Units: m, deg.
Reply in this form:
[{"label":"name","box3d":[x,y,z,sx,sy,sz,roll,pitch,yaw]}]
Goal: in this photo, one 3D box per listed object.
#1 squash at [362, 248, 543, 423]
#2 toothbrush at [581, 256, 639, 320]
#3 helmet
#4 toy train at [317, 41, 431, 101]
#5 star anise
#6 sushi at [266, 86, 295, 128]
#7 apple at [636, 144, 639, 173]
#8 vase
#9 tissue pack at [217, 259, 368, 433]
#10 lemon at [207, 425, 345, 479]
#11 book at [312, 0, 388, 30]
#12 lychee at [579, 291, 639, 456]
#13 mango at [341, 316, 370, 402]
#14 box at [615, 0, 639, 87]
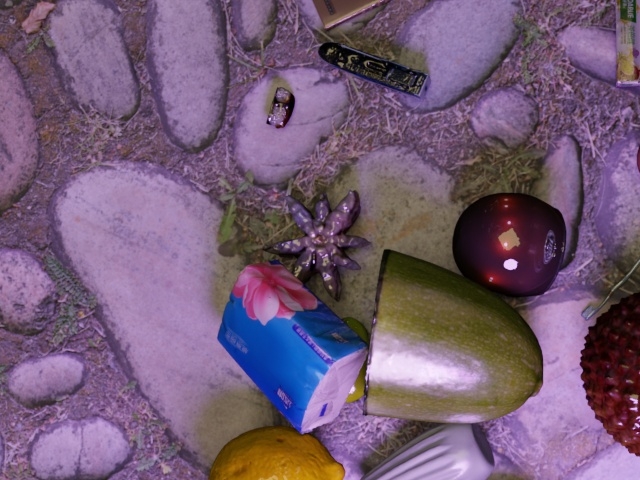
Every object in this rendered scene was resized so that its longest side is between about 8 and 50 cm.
[{"label":"squash","box3d":[0.243,0.179,1.604,0.309,0.310,0.310,7,84,8]},{"label":"toothbrush","box3d":[0.556,0.075,1.689,0.193,0.013,0.019,-46,67,4]},{"label":"helmet","box3d":[0.344,0.006,1.669,0.216,0.193,0.189,5,84,42]},{"label":"toy train","box3d":[0.105,-0.343,1.825,0.234,0.051,0.052,23,87,18]},{"label":"star anise","box3d":[0.000,0.000,1.779,0.236,0.093,0.229,-44,77,5]},{"label":"sushi","box3d":[-0.079,-0.270,1.867,0.046,0.044,0.083,17,88,-8]},{"label":"apple","box3d":[0.651,-0.149,1.646,0.154,0.120,0.153,-1,85,17]},{"label":"vase","box3d":[0.189,0.421,1.669,0.248,0.128,0.128,-29,77,17]},{"label":"tissue pack","box3d":[-0.061,0.196,1.683,0.270,0.137,0.209,43,131,27]},{"label":"lemon","box3d":[-0.077,0.455,1.664,0.254,0.228,0.228,-2,82,9]},{"label":"book","box3d":[0.109,-0.591,1.873,0.310,0.021,0.216,-24,78,8]},{"label":"lychee","box3d":[0.583,0.234,1.519,0.306,0.330,0.306,6,115,12]},{"label":"mango","box3d":[0.052,0.229,1.746,0.091,0.074,0.165,-2,82,13]},{"label":"box","box3d":[0.586,-0.394,1.732,0.050,0.041,0.207,0,82,15]}]
